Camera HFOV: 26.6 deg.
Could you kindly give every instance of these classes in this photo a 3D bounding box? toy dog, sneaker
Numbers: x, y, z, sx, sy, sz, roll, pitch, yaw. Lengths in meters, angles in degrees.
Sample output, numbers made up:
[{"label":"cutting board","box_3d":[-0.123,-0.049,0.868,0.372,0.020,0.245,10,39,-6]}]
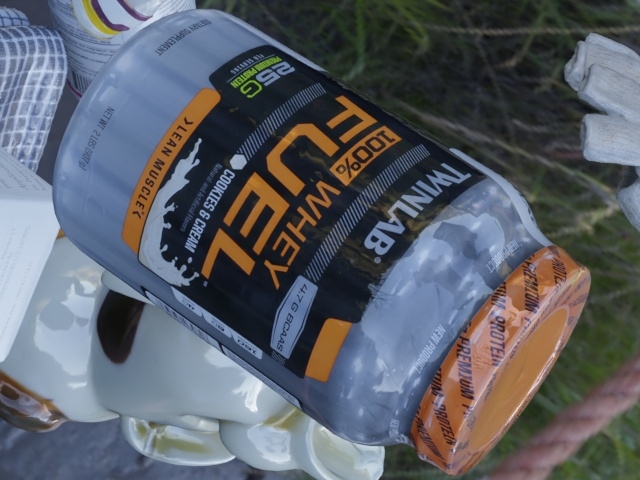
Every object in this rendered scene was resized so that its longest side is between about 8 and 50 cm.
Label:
[{"label":"toy dog","box_3d":[-0.167,0.108,1.396,0.395,0.408,0.284,9,82,-58]},{"label":"sneaker","box_3d":[-0.175,-0.266,1.141,0.069,0.084,0.185,0,72,-59]}]

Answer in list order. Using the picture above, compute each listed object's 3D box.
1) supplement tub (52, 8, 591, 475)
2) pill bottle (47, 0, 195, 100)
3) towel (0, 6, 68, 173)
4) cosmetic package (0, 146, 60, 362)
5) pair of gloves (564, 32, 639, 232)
[{"label":"supplement tub","box_3d":[0.000,0.000,0.870,0.193,0.316,0.193,-46,157,-27]},{"label":"pill bottle","box_3d":[-0.219,-0.282,1.468,0.160,0.160,0.283,-32,151,-21]},{"label":"towel","box_3d":[-0.383,-0.096,1.376,0.283,0.121,0.235,-68,165,17]},{"label":"cosmetic package","box_3d":[-0.399,-0.021,0.947,0.385,0.217,0.156,2,117,-52]},{"label":"pair of gloves","box_3d":[0.200,-0.064,0.607,0.204,0.240,0.042,23,137,-10]}]
